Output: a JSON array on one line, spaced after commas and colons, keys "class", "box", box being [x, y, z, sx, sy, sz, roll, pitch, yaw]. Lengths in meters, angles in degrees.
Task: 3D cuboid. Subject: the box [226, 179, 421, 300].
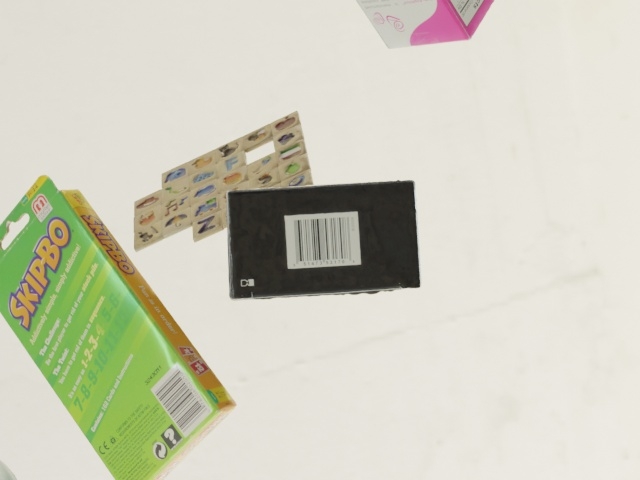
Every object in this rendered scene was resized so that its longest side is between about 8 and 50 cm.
[{"class": "box", "box": [0.000, 0.000, 1.254, 0.158, 0.156, 0.093, 154, 113, -88]}]

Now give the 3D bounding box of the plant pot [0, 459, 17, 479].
[{"class": "plant pot", "box": [-0.474, 0.289, 1.510, 0.196, 0.293, 0.293, 63, -141, -48]}]

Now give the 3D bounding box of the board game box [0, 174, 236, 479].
[{"class": "board game box", "box": [-0.188, 0.077, 1.234, 0.259, 0.124, 0.039, 51, -155, 15]}]

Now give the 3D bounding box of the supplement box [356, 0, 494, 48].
[{"class": "supplement box", "box": [0.076, -0.303, 1.424, 0.220, 0.111, 0.114, 54, -124, -32]}]

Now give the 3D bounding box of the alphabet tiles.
[{"class": "alphabet tiles", "box": [-0.124, -0.065, 1.813, 0.009, 0.237, 0.198, 61, -171, -31]}]
